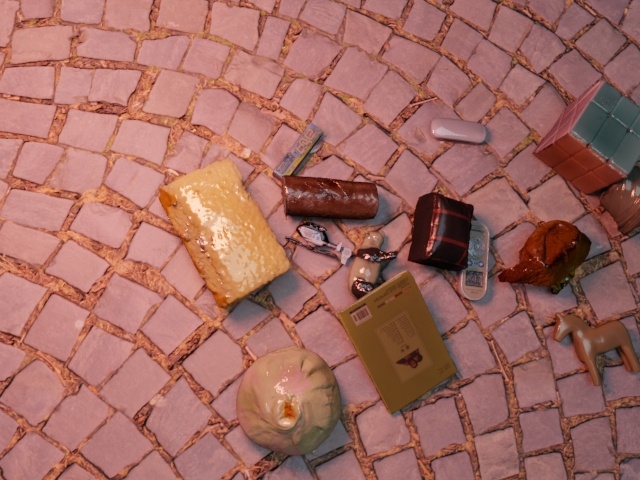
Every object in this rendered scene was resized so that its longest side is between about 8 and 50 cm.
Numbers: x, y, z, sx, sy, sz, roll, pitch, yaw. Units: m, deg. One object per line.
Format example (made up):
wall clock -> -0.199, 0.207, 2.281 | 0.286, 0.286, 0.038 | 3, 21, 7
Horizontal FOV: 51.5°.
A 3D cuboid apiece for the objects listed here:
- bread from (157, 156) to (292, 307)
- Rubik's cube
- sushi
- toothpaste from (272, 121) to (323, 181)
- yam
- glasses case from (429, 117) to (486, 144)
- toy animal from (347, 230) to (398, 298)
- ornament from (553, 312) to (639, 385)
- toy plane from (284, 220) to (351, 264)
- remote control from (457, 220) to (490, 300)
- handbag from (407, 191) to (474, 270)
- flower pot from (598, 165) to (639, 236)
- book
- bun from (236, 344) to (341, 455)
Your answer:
bread -> -0.268, -0.022, 1.824 | 0.236, 0.165, 0.375 | -27, 85, -17
Rubik's cube -> 0.839, -0.310, 2.031 | 0.225, 0.221, 0.231 | 37, 76, -1
sushi -> 0.685, 0.052, 1.985 | 0.167, 0.179, 0.296 | 37, 59, 22
toothpaste -> -0.059, -0.252, 1.961 | 0.070, 0.044, 0.193 | 36, 77, -1
yam -> 0.020, -0.120, 1.910 | 0.280, 0.131, 0.131 | 3, 79, -13
glasses case -> 0.427, -0.339, 2.057 | 0.178, 0.045, 0.067 | 6, 79, -9
toy animal -> 0.151, 0.074, 1.919 | 0.121, 0.094, 0.225 | 16, 79, 3
ornament -> 0.823, 0.310, 2.000 | 0.230, 0.061, 0.245 | -18, 84, -10
toy plane -> 0.001, -0.001, 1.926 | 0.197, 0.053, 0.078 | 24, 85, -4
remote control -> 0.459, 0.061, 1.992 | 0.087, 0.047, 0.244 | 9, 78, -11
handbag -> 0.356, -0.021, 1.934 | 0.169, 0.155, 0.215 | 17, 77, -27
flower pot -> 0.948, -0.139, 2.026 | 0.140, 0.235, 0.235 | 35, 76, 9
book -> 0.218, 0.286, 1.866 | 0.239, 0.035, 0.352 | -30, 105, -12
bun -> -0.080, 0.428, 1.764 | 0.293, 0.187, 0.293 | 2, 77, -8
